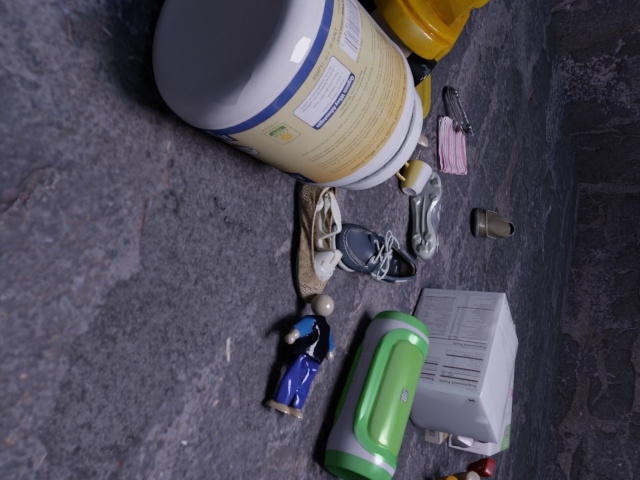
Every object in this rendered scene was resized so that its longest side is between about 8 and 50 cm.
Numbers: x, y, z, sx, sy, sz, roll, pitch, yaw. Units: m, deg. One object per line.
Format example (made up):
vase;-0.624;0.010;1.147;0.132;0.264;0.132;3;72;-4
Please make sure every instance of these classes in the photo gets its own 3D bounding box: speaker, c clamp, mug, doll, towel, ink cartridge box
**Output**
speaker;0.107;0.279;0.941;0.131;0.131;0.297;55;47;-40
c clamp;0.379;-0.346;1.411;0.161;0.022;0.137;62;36;-16
mug;0.199;-0.137;1.152;0.062;0.078;0.064;92;21;-71
doll;-0.022;0.170;0.798;0.129;0.046;0.189;44;63;-48
towel;0.362;-0.252;1.405;0.197;0.029;0.144;-6;95;-56
ink cartridge box;0.462;0.402;1.475;0.207;0.119;0.354;21;74;-54

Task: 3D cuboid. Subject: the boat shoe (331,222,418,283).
boat shoe;0.105;0.030;0.978;0.254;0.079;0.095;35;62;-51

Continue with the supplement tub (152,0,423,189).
supplement tub;-0.020;-0.199;0.657;0.316;0.228;0.228;21;73;-54

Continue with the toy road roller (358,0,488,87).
toy road roller;0.188;-0.429;0.914;0.202;0.240;0.330;45;45;-14

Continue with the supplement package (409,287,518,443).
supplement package;0.313;0.274;1.181;0.199;0.198;0.263;61;43;-37

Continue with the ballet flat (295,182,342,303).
ballet flat;0.000;0.000;0.831;0.073;0.067;0.206;-7;97;-58

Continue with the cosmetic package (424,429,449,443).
cosmetic package;0.301;0.458;1.304;0.115;0.041;0.060;-4;94;-56

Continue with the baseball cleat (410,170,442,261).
baseball cleat;0.244;-0.053;1.213;0.109;0.072;0.206;42;57;-67

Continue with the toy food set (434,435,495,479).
toy food set;0.363;0.534;1.305;0.232;0.111;0.104;-60;-179;-31

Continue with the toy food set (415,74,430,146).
toy food set;0.155;-0.294;1.071;0.128;0.071;0.218;13;72;-24

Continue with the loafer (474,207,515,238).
loafer;0.543;-0.052;1.622;0.251;0.087;0.094;2;88;-56
